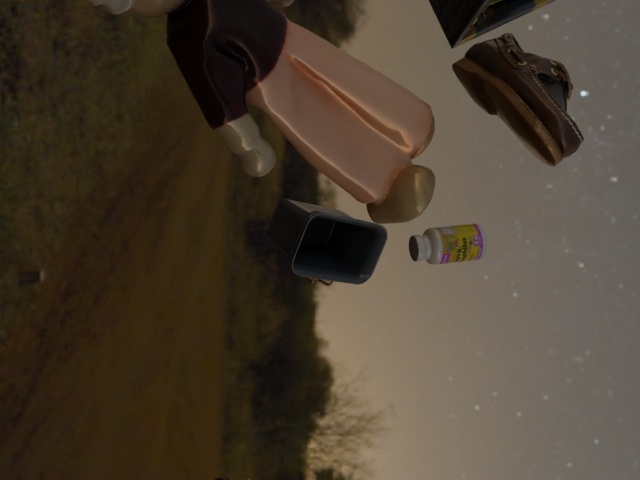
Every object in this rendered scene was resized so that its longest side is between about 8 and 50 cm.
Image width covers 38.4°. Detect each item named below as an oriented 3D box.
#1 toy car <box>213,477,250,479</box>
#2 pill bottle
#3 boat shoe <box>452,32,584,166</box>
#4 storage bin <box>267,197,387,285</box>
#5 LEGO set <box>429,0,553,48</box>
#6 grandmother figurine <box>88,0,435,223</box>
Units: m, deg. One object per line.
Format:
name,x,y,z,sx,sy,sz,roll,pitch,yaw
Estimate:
toy car,-0.132,0.233,0.626,0.053,0.225,0.239,59,12,-20
pill bottle,0.145,0.005,1.054,0.043,0.083,0.043,174,-90,-74
boat shoe,0.180,-0.134,0.803,0.073,0.073,0.207,55,6,-33
storage bin,0.000,0.000,1.175,0.091,0.135,0.098,37,-70,48
LEGO set,0.107,-0.200,0.280,0.331,0.192,0.255,67,-2,-83
grandmother figurine,-0.047,-0.151,0.727,0.104,0.342,0.208,-36,-142,30
